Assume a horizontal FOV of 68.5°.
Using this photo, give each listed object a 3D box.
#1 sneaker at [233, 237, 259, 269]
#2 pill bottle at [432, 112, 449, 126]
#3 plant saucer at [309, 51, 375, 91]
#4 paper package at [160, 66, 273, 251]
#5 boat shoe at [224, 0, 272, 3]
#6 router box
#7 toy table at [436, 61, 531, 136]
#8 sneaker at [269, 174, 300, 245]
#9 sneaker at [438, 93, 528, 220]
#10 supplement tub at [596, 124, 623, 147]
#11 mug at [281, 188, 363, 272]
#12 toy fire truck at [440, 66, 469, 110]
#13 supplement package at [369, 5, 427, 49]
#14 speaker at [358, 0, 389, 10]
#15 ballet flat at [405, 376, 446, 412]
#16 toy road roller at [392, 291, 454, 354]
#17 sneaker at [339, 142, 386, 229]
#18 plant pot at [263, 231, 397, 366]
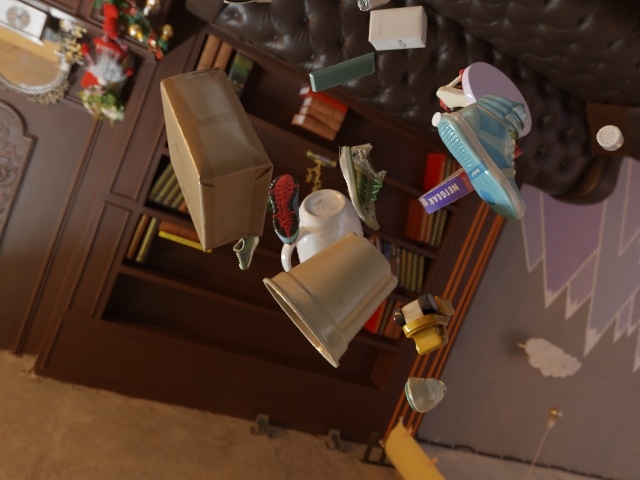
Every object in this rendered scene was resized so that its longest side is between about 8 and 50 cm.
[{"bbox_3d":[-0.324,0.042,1.956,0.086,0.192,0.064,6,-142,-29],"label":"sneaker"},{"bbox_3d":[0.462,-0.420,1.682,0.116,0.065,0.065,10,-172,-24],"label":"pill bottle"},{"bbox_3d":[0.066,-0.471,1.325,0.067,0.191,0.018,75,174,-60],"label":"plant saucer"},{"bbox_3d":[-0.262,-0.192,1.166,0.168,0.310,0.325,-17,-117,-21],"label":"paper package"},{"bbox_3d":[-0.190,-0.646,1.233,0.132,0.042,0.049,-16,-138,-18],"label":"boat shoe"},{"bbox_3d":[0.599,-0.257,1.913,0.082,0.301,0.335,55,161,1],"label":"router box"},{"bbox_3d":[0.507,-0.411,1.480,0.274,0.252,0.160,50,155,-11],"label":"toy table"},{"bbox_3d":[-0.121,-0.102,1.614,0.103,0.262,0.125,-2,152,2],"label":"sneaker"},{"bbox_3d":[0.466,-0.225,1.179,0.319,0.208,0.127,56,173,-3],"label":"sneaker"},{"bbox_3d":[0.964,-0.339,1.562,0.071,0.071,0.107,24,-164,34],"label":"supplement tub"},{"bbox_3d":[0.000,0.000,1.857,0.276,0.374,0.328,34,149,36],"label":"mug"},{"bbox_3d":[0.526,-0.574,1.802,0.135,0.047,0.192,17,156,-37],"label":"toy fire truck"},{"bbox_3d":[0.269,-0.728,1.619,0.179,0.105,0.105,5,-175,22],"label":"supplement package"},{"bbox_3d":[0.190,-0.844,1.639,0.055,0.055,0.136,23,-135,32],"label":"speaker"},{"bbox_3d":[0.262,0.365,1.136,0.086,0.086,0.248,23,172,23],"label":"ballet flat"},{"bbox_3d":[0.508,0.402,2.204,0.329,0.202,0.241,18,-134,-52],"label":"toy road roller"},{"bbox_3d":[0.216,-0.245,2.086,0.181,0.411,0.158,-17,-169,14],"label":"sneaker"},{"bbox_3d":[0.050,0.148,1.409,0.334,0.305,0.334,47,168,14],"label":"plant pot"}]
